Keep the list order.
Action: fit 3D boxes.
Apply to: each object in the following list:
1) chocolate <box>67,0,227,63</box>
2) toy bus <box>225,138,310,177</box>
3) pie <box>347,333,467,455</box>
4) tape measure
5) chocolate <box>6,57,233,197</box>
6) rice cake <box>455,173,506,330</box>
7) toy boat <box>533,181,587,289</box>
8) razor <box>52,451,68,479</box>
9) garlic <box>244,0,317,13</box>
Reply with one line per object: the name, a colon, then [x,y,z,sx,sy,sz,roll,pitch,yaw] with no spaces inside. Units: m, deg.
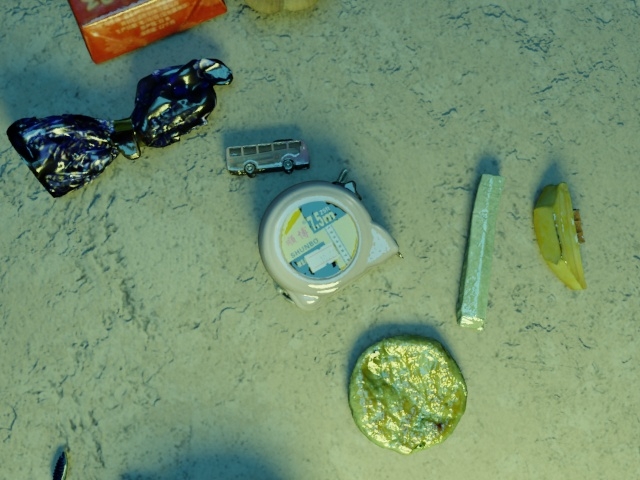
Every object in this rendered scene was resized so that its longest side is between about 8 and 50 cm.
chocolate: [-0.296,-0.431,0.974,0.234,0.108,0.238,-21,88,-2]
toy bus: [-0.083,-0.129,0.994,0.130,0.037,0.052,-6,81,-1]
pie: [0.133,0.234,0.971,0.186,0.041,0.187,0,85,-3]
tape measure: [0.001,-0.004,0.958,0.196,0.105,0.179,-28,94,-3]
chocolate: [-0.284,-0.175,0.960,0.343,0.126,0.148,-26,50,-11]
rice cake: [0.251,0.017,0.992,0.045,0.042,0.246,9,86,1]
toy boat: [0.381,-0.005,0.991,0.066,0.065,0.172,-9,88,-22]
razor: [-0.407,0.392,0.946,0.028,0.044,0.155,27,81,-30]
garlic: [-0.063,-0.460,0.961,0.227,0.152,0.228,-2,100,-9]
